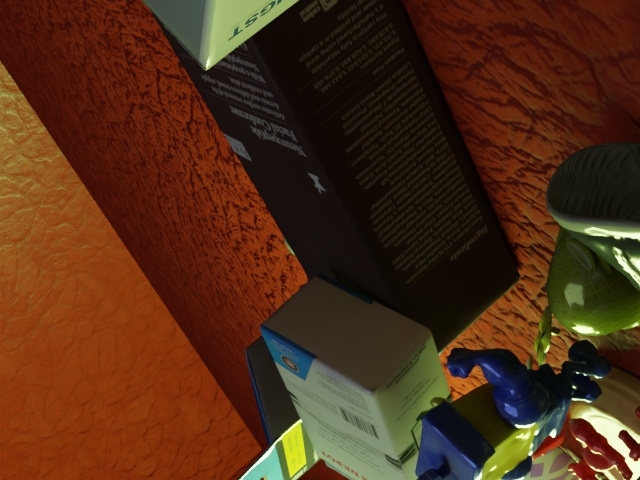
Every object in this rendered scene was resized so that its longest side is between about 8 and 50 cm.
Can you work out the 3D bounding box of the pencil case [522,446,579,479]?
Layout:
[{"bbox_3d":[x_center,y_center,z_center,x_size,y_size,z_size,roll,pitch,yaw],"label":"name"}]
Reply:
[{"bbox_3d":[0.269,0.285,1.292,0.206,0.086,0.088,44,-169,27],"label":"pencil case"}]

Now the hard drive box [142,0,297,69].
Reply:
[{"bbox_3d":[0.003,-0.189,0.415,0.089,0.181,0.232,48,165,5],"label":"hard drive box"}]

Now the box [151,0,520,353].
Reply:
[{"bbox_3d":[0.017,-0.088,1.023,0.191,0.143,0.381,27,154,53],"label":"box"}]

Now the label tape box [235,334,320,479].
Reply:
[{"bbox_3d":[-0.003,0.159,1.274,0.106,0.334,0.240,46,164,18],"label":"label tape box"}]

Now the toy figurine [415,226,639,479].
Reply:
[{"bbox_3d":[0.171,0.164,0.933,0.191,0.217,0.362,51,158,29],"label":"toy figurine"}]

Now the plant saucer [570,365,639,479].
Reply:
[{"bbox_3d":[0.308,0.203,1.068,0.200,0.037,0.200,45,164,17],"label":"plant saucer"}]

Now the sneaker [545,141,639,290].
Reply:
[{"bbox_3d":[0.258,-0.002,0.698,0.118,0.083,0.222,38,167,-36],"label":"sneaker"}]

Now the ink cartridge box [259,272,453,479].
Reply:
[{"bbox_3d":[0.046,0.149,1.058,0.148,0.086,0.203,25,149,40],"label":"ink cartridge box"}]

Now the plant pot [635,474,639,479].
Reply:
[{"bbox_3d":[0.339,0.232,0.661,0.293,0.293,0.196,49,143,3],"label":"plant pot"}]

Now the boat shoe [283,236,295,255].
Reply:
[{"bbox_3d":[0.000,0.000,1.415,0.190,0.068,0.072,30,143,52],"label":"boat shoe"}]
